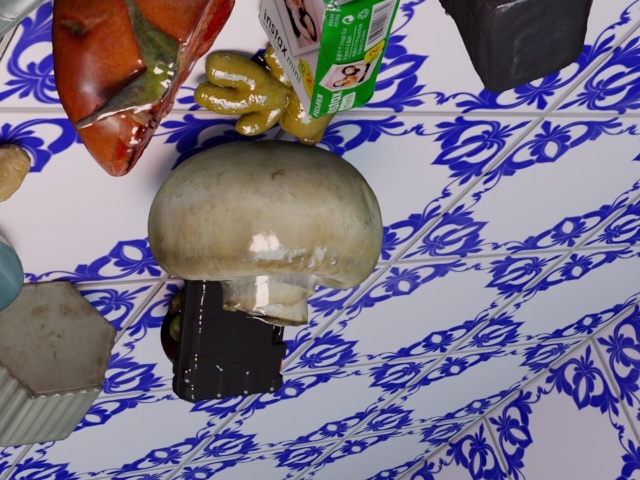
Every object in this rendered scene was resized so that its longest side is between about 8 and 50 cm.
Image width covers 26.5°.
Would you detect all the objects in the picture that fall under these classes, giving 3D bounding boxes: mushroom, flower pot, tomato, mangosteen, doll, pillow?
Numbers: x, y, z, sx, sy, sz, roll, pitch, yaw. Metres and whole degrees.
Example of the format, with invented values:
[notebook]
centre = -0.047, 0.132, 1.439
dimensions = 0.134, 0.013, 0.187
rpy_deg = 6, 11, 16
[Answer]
[mushroom]
centre = -0.079, -0.013, 1.951
dimensions = 0.352, 0.260, 0.352
rpy_deg = 6, 180, 0
[flower pot]
centre = -0.464, 0.200, 2.204
dimensions = 0.209, 0.239, 0.189
rpy_deg = -39, 174, -43
[tomato]
centre = -0.213, -0.231, 1.504
dimensions = 0.170, 0.309, 0.309
rpy_deg = 31, 140, -7
[mangosteen]
centre = -0.210, 0.155, 2.391
dimensions = 0.172, 0.172, 0.184
rpy_deg = -28, 155, 15
[doll]
centre = -0.070, -0.207, 1.833
dimensions = 0.209, 0.097, 0.137
rpy_deg = 12, 111, -28
[pillow]
centre = -0.543, 0.051, 1.978
dimensions = 0.214, 0.086, 0.233
rpy_deg = -17, 155, 3

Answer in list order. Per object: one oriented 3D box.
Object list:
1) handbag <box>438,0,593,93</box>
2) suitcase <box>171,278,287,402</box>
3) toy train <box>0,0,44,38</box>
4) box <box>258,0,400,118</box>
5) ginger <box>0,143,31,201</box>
[handbag]
centre = 0.242, -0.322, 1.693
dimensions = 0.181, 0.181, 0.254
rpy_deg = -22, 159, 0
[suitcase]
centre = -0.143, 0.128, 2.290
dimensions = 0.206, 0.066, 0.285
rpy_deg = -2, 107, -37
[toy train]
centre = -0.350, -0.268, 1.439
dimensions = 0.409, 0.089, 0.086
rpy_deg = -32, 149, 26
[box]
centre = 0.008, -0.277, 1.600
dimensions = 0.103, 0.180, 0.250
rpy_deg = -18, 156, -17
[ginger]
centre = -0.583, -0.040, 1.683
dimensions = 0.348, 0.122, 0.363
rpy_deg = -36, 167, 14
